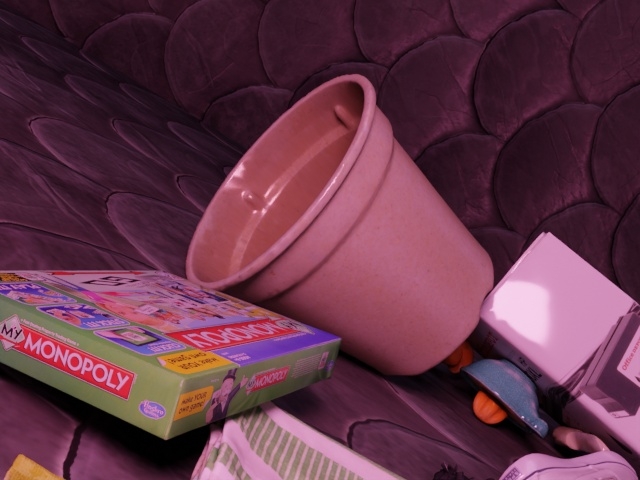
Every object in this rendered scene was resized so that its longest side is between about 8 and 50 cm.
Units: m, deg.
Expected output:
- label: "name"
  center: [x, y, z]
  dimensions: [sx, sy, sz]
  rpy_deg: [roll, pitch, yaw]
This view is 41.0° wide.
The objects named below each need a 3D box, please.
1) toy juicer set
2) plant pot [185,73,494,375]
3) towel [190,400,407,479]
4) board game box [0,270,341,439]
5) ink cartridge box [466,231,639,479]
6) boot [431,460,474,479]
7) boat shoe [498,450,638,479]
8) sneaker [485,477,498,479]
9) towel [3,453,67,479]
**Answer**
- label: "toy juicer set"
  center: [0.267, 0.238, 1.263]
  dimensions: [0.329, 0.089, 0.209]
  rpy_deg: [40, -8, 25]
- label: "plant pot"
  center: [0.049, 0.010, 1.117]
  dimensions: [0.305, 0.334, 0.334]
  rpy_deg: [39, 5, -23]
- label: "towel"
  center: [0.019, 0.204, 0.606]
  dimensions: [0.248, 0.038, 0.325]
  rpy_deg: [32, 2, -3]
- label: "board game box"
  center: [-0.132, 0.079, 0.721]
  dimensions: [0.213, 0.046, 0.317]
  rpy_deg: [18, 4, 19]
- label: "ink cartridge box"
  center: [0.415, 0.199, 1.256]
  dimensions: [0.395, 0.166, 0.285]
  rpy_deg: [42, -7, 15]
- label: "boot"
  center: [0.153, 0.263, 0.785]
  dimensions: [0.121, 0.045, 0.099]
  rpy_deg: [57, -19, -11]
- label: "boat shoe"
  center: [0.302, 0.302, 0.984]
  dimensions: [0.258, 0.095, 0.084]
  rpy_deg: [9, 25, -41]
- label: "sneaker"
  center: [0.233, 0.288, 0.819]
  dimensions: [0.188, 0.078, 0.067]
  rpy_deg: [34, 9, 24]
- label: "towel"
  center: [-0.075, 0.197, 0.483]
  dimensions: [0.237, 0.021, 0.102]
  rpy_deg: [29, 8, -13]
